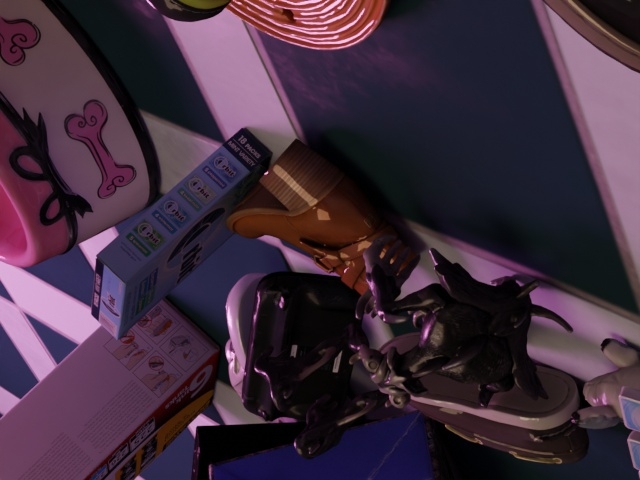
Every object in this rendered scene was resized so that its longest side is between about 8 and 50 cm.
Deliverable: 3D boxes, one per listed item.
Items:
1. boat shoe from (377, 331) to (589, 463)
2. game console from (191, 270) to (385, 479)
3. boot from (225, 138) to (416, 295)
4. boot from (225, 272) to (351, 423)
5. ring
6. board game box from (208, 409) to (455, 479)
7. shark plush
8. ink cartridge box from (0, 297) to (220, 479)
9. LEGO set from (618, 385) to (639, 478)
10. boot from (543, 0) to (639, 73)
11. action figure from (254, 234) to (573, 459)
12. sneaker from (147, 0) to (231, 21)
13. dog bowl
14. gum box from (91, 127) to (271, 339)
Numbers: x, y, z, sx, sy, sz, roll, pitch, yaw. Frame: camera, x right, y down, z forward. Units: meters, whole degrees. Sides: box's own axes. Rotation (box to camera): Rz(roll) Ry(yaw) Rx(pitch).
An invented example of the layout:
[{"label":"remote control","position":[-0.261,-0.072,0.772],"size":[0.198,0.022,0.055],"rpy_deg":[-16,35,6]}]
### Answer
[{"label":"boat shoe","position":[0.136,0.139,1.606],"size":[0.227,0.081,0.069],"rpy_deg":[17,141,47]},{"label":"game console","position":[-0.013,0.162,1.837],"size":[0.361,0.213,0.044],"rpy_deg":[100,165,-45]},{"label":"boot","position":[0.000,0.000,1.630],"size":[0.152,0.073,0.197],"rpy_deg":[42,161,-2]},{"label":"boot","position":[-0.062,0.123,1.922],"size":[0.123,0.095,0.258],"rpy_deg":[18,146,42]},{"label":"ring","position":[-0.070,-0.277,1.318],"size":[0.336,0.032,0.337],"rpy_deg":[37,156,20]},{"label":"board game box","position":[0.042,0.337,1.884],"size":[0.141,0.232,0.291],"rpy_deg":[-98,-11,-46]},{"label":"shark plush","position":[0.270,0.122,1.411],"size":[0.161,0.073,0.067],"rpy_deg":[-1,153,35]},{"label":"ink cartridge box","position":[-0.275,0.239,2.232],"size":[0.130,0.309,0.272],"rpy_deg":[41,159,12]},{"label":"LEGO set","position":[0.334,0.203,1.342],"size":[0.244,0.060,0.182],"rpy_deg":[17,152,26]},{"label":"boot","position":[0.249,-0.149,0.808],"size":[0.377,0.138,0.284],"rpy_deg":[39,159,8]},{"label":"action figure","position":[0.082,0.075,1.501],"size":[0.275,0.141,0.164],"rpy_deg":[-26,118,30]},{"label":"sneaker","position":[-0.133,-0.264,1.345],"size":[0.234,0.084,0.097],"rpy_deg":[43,134,6]},{"label":"dog bowl","position":[-0.364,-0.143,1.937],"size":[0.408,0.150,0.408],"rpy_deg":[38,158,19]},{"label":"gum box","position":[-0.131,-0.004,1.702],"size":[0.041,0.184,0.157],"rpy_deg":[43,158,9]}]
